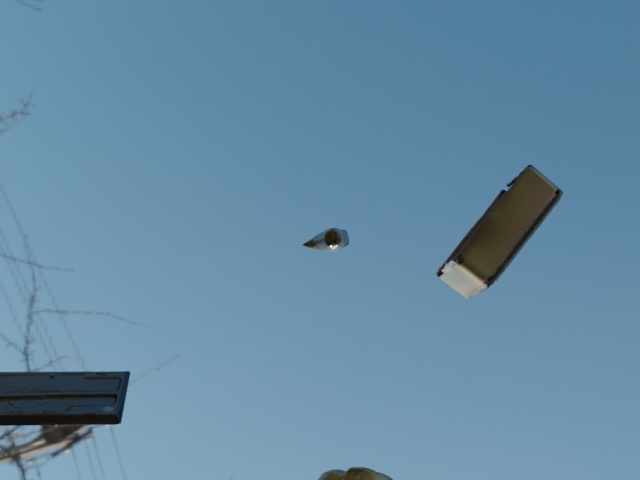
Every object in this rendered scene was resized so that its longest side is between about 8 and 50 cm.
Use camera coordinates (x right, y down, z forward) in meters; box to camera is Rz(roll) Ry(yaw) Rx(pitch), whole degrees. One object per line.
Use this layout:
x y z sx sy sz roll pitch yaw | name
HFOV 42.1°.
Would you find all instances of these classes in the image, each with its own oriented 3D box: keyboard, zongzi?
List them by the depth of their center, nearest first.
-0.242 0.114 0.603 0.198 0.064 0.010 1 -64 -6 | keyboard
0.000 0.000 1.356 0.083 0.076 0.040 -4 -94 14 | zongzi

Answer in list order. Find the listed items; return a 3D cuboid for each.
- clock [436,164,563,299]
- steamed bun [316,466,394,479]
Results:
0.269 -0.009 1.267 0.071 0.147 0.192 39 -102 5 | clock
0.058 0.402 1.138 0.192 0.106 0.177 1 -50 44 | steamed bun
